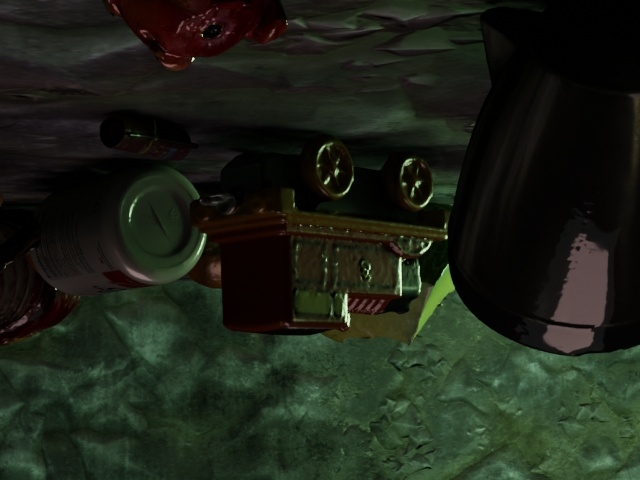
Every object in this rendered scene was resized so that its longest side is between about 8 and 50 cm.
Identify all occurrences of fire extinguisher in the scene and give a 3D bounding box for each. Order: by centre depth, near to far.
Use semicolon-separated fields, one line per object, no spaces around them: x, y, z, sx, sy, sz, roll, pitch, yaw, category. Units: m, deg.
-0.176;-0.109;1.175;0.056;0.039;0.132;4;178;34;fire extinguisher

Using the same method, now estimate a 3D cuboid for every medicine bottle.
-0.292;-0.007;1.486;0.157;0.157;0.288;3;171;-40;medicine bottle

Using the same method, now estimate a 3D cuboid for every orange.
-0.152;-0.007;1.612;0.134;0.156;0.156;-23;-175;-32;orange

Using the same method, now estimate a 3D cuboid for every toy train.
0.000;0.000;1.341;0.163;0.232;0.369;-5;173;45;toy train

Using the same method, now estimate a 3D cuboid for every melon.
0.134;0.037;1.809;0.331;0.226;0.343;-21;-161;38;melon

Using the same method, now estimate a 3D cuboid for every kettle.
0.216;-0.059;0.835;0.207;0.251;0.271;-15;134;-15;kettle

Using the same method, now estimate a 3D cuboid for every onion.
-0.474;0.053;1.745;0.207;0.216;0.206;-11;176;8;onion

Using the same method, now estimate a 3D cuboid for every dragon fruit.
-0.085;-0.150;0.716;0.126;0.068;0.112;-2;171;-2;dragon fruit

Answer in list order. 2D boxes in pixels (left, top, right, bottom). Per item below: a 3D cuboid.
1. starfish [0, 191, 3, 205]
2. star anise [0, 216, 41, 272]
-0.610;-0.044;1.380;0.293;0.084;0.301;-10;174;40;starfish
-0.473;-0.028;1.222;0.346;0.148;0.237;11;141;-42;star anise
